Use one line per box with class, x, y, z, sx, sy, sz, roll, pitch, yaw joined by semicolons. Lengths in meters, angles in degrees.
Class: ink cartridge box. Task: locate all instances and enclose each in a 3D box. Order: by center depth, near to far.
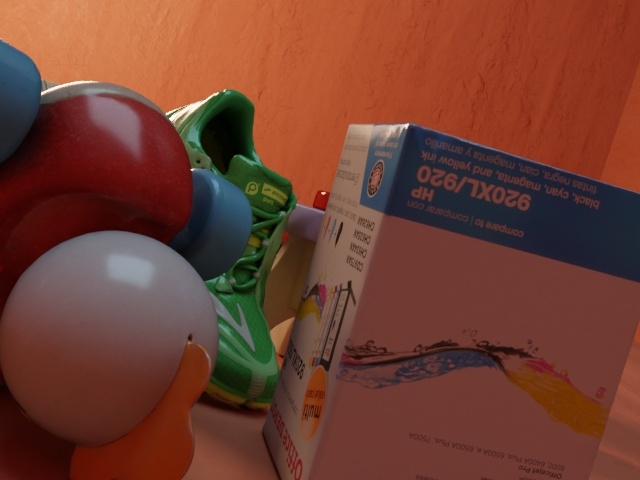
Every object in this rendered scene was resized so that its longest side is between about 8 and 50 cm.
ink cartridge box;0.079;0.059;0.573;0.168;0.233;0.171;15;4;-12

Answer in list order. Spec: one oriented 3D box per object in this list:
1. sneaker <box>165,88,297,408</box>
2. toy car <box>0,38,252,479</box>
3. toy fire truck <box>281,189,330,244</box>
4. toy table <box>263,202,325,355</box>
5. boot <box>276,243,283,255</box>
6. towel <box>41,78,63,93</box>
sneaker;-0.082;-0.007;0.732;0.123;0.296;0.109;-34;-34;31
toy car;-0.139;0.047;0.493;0.219;0.210;0.238;33;19;-47
toy fire truck;0.000;0.000;1.490;0.253;0.170;0.302;18;1;-44
toy table;0.008;0.055;0.853;0.252;0.161;0.274;17;3;-6
boot;-0.121;0.023;1.326;0.219;0.082;0.106;12;9;-43
towel;-0.491;-0.153;1.342;0.312;0.056;0.324;11;42;-41
